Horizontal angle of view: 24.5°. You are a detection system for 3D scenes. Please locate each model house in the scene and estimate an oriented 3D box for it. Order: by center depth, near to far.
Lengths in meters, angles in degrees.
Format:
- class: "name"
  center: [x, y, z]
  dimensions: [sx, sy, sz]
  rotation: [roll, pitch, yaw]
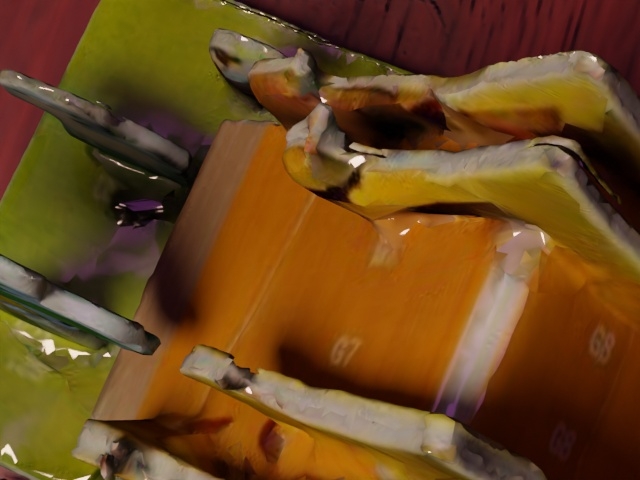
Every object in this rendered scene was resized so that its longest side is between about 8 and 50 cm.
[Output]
- class: "model house"
  center: [0.000, 0.000, 0.500]
  dimensions: [0.358, 0.313, 0.242]
  rotation: [24, 77, 8]
